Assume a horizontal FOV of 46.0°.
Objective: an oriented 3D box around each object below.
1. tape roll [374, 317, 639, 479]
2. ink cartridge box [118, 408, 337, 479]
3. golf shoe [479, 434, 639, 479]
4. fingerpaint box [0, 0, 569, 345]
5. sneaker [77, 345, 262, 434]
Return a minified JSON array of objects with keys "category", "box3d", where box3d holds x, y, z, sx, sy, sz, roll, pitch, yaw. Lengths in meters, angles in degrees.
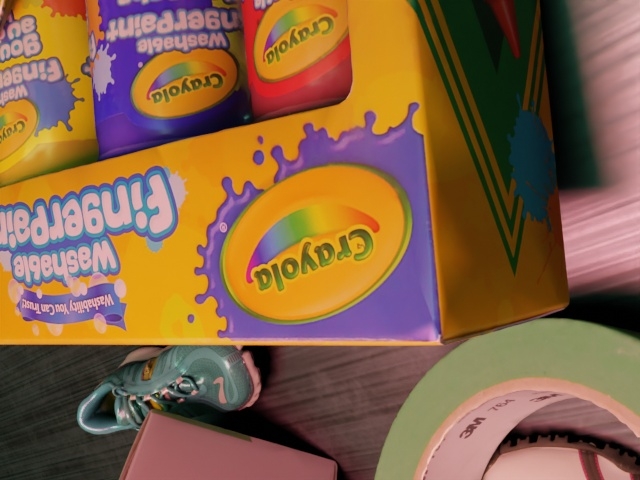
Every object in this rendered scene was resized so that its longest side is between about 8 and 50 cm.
[{"category":"tape roll","box3d":[0.168,0.215,0.508,0.321,0.077,0.321,-19,65,47]},{"category":"ink cartridge box","box3d":[-0.128,0.341,0.818,0.211,0.121,0.289,18,126,-6]},{"category":"golf shoe","box3d":[0.232,0.237,0.553,0.273,0.120,0.105,20,123,31]},{"category":"fingerpaint box","box3d":[-0.086,-0.117,0.528,0.445,0.163,0.370,-5,89,39]},{"category":"sneaker","box3d":[-0.169,0.169,0.829,0.275,0.110,0.107,-25,94,41]}]
